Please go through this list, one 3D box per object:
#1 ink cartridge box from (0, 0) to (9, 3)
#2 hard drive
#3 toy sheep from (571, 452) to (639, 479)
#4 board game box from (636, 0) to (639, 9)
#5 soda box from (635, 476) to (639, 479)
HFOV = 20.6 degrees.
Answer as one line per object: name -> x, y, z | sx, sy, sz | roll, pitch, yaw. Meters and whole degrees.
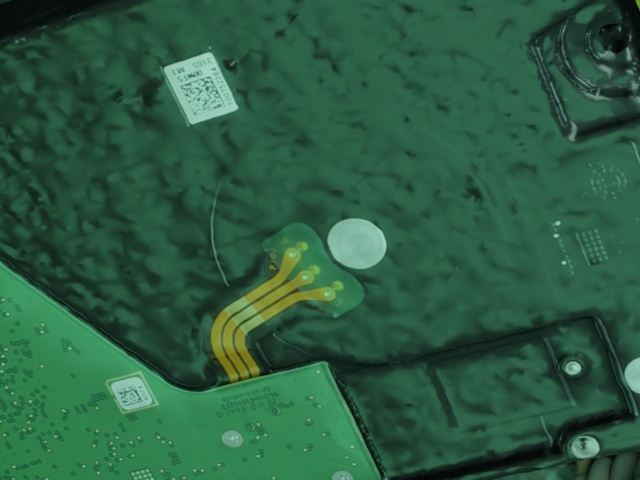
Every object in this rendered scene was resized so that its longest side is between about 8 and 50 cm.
ink cartridge box -> -0.109, -0.039, 0.851 | 0.278, 0.201, 0.117 | 2, 138, 12
hard drive -> -0.027, 0.000, 0.685 | 0.339, 0.064, 0.237 | -17, 115, 21
toy sheep -> 0.199, 0.170, 1.096 | 0.132, 0.091, 0.091 | -11, 134, 25
board game box -> 0.049, -0.187, 0.647 | 0.208, 0.056, 0.346 | -11, 113, 31
soda box -> 0.289, 0.118, 0.953 | 0.098, 0.091, 0.286 | 35, 118, -23
